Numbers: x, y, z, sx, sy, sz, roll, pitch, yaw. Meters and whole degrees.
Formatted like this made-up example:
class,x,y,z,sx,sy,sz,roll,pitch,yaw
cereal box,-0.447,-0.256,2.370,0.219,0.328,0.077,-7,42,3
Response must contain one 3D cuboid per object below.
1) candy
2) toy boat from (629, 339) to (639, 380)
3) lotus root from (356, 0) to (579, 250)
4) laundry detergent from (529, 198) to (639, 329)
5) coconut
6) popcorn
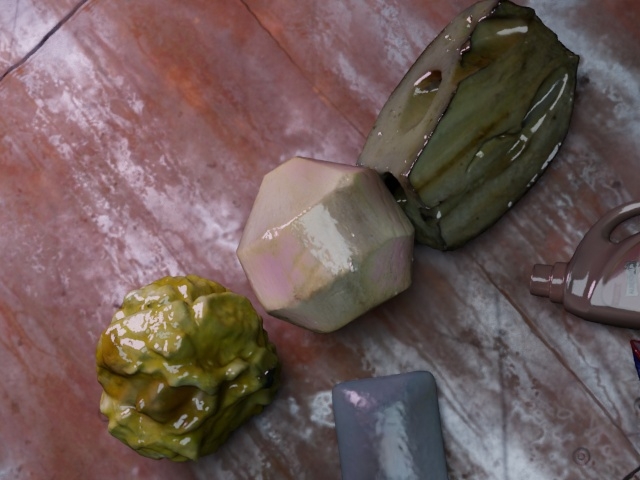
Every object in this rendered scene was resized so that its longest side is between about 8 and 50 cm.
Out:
class,x,y,z,sx,sy,sz,roll,pitch,yaw
candy,0.089,0.259,1.907,0.138,0.071,0.174,-9,77,10
toy boat,0.454,0.099,1.761,0.219,0.072,0.318,-7,84,51
lotus root,0.190,-0.152,1.950,0.210,0.142,0.314,43,84,-20
laundry detergent,0.393,0.027,1.891,0.237,0.076,0.171,8,77,16
coconut,0.000,0.000,1.914,0.237,0.197,0.237,1,96,13
popcorn,-0.165,0.165,1.900,0.225,0.249,0.249,28,85,21
